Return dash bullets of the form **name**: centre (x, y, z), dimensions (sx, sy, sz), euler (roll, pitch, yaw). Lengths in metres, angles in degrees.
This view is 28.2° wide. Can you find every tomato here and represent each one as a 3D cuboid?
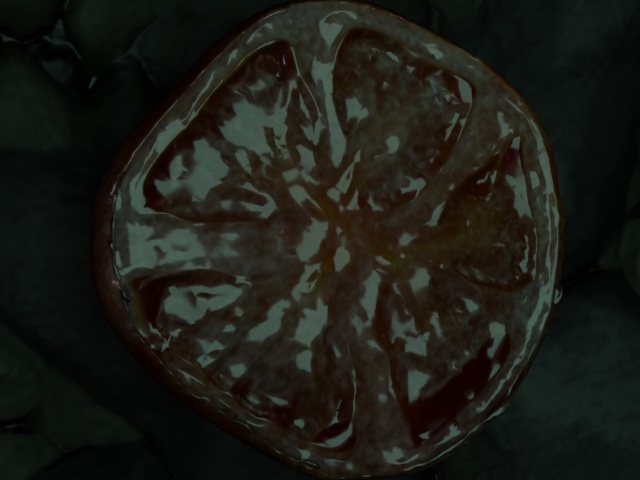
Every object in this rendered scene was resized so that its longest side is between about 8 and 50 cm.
- **tomato**: centre (0.000, 0.000, 0.629), dimensions (0.237, 0.095, 0.236), euler (0, 91, -21)
